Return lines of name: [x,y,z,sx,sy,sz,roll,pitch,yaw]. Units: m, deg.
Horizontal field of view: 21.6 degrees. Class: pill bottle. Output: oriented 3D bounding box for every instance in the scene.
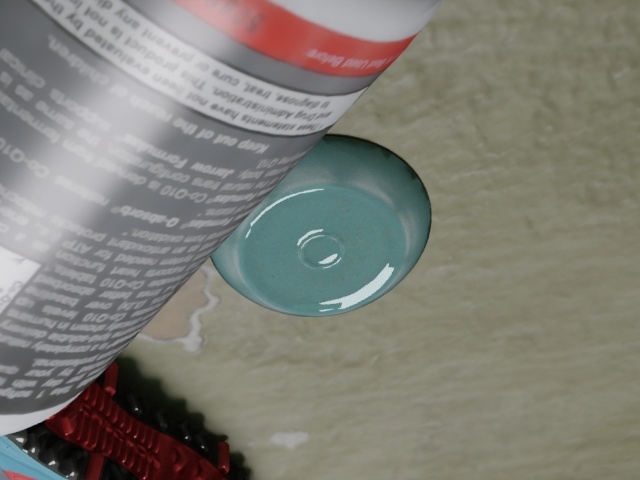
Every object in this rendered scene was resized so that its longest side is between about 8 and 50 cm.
pill bottle: [-0.135,-0.049,0.694,0.210,0.210,0.363,30,120,-27]

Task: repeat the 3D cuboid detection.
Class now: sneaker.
sneaker: [-0.134,0.140,0.942,0.125,0.104,0.262,-19,127,31]

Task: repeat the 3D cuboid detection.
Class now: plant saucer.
plant saucer: [0.000,0.000,0.873,0.119,0.021,0.119,-3,130,-4]
